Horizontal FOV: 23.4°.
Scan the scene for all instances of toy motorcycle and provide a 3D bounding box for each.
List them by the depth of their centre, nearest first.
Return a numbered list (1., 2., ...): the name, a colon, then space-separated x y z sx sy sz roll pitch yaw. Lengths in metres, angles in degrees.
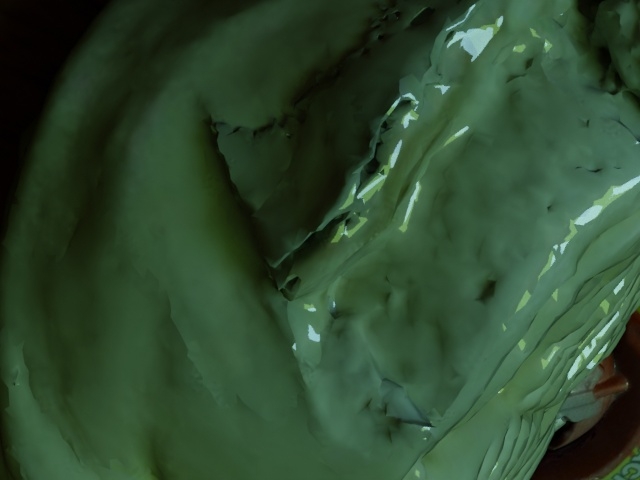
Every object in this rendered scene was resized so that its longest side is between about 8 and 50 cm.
1. toy motorcycle: 0.182 0.122 0.895 0.171 0.089 0.298 -42 133 -9

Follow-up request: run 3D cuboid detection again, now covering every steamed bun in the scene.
1. steamed bun: 0.000 0.000 0.607 0.346 0.237 0.394 -42 161 -43
